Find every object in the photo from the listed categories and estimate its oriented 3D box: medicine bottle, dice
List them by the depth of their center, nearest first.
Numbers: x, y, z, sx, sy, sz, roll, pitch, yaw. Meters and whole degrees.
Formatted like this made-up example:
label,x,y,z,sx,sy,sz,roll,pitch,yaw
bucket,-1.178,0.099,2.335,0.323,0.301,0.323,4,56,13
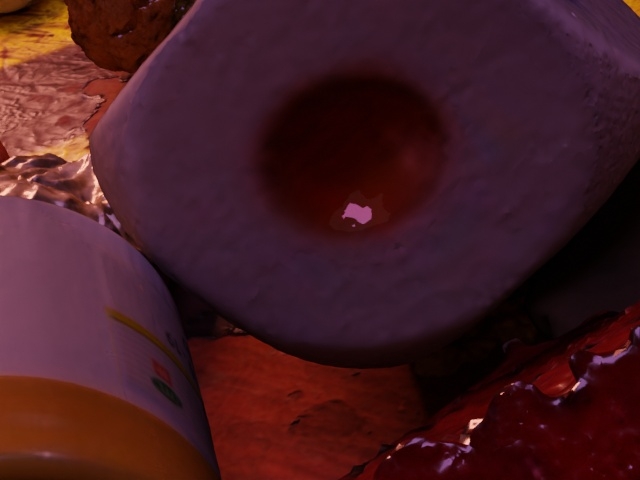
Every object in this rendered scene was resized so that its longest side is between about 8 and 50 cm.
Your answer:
label,x,y,z,sx,sy,sz,roll,pitch,yaw
medicine bottle,-0.167,0.130,0.705,0.238,0.238,0.232,-17,35,-3
dice,0.035,-0.087,0.847,0.259,0.243,0.251,-48,8,22

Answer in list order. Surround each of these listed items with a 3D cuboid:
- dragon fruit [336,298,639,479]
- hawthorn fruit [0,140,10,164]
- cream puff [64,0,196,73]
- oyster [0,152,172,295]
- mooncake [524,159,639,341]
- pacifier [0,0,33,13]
label,x,y,z,sx,sy,sz,roll,pitch,yaw
dragon fruit,0.065,0.177,0.531,0.329,0.228,0.286,-32,-3,-4
hawthorn fruit,-0.299,-0.043,1.103,0.165,0.165,0.285,-7,13,10
cream puff,-0.107,-0.218,1.222,0.169,0.183,0.183,18,46,20
oyster,-0.204,0.027,0.950,0.341,0.166,0.110,-17,23,-31
mooncake,0.234,0.039,0.784,0.228,0.124,0.228,-14,35,10
pacifier,-0.315,-0.384,1.458,0.332,0.220,0.273,-5,35,36
